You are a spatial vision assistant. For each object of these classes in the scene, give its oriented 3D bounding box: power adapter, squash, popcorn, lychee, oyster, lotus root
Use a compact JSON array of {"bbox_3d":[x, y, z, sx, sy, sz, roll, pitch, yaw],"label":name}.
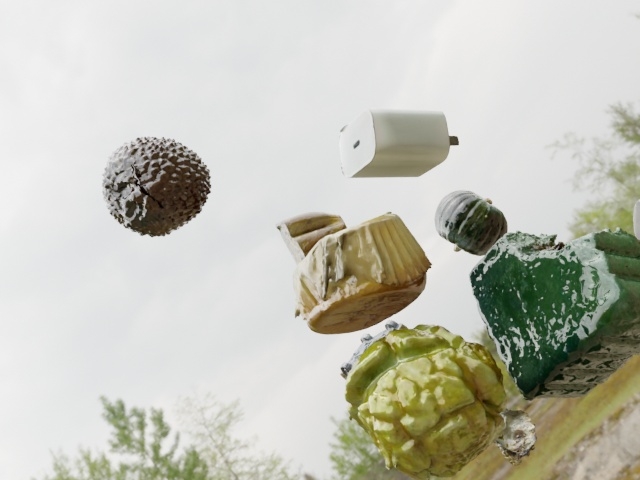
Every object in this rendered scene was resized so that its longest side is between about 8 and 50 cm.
[{"bbox_3d":[0.192,-0.217,1.407,0.255,0.124,0.187,-2,-10,-22],"label":"power adapter"},{"bbox_3d":[0.433,-0.049,1.776,0.172,0.218,0.218,-50,-20,-2],"label":"squash"},{"bbox_3d":[0.185,0.292,1.100,0.247,0.282,0.282,-32,-24,-29],"label":"popcorn"},{"bbox_3d":[-0.280,-0.096,1.069,0.188,0.188,0.188,-38,-21,-18],"label":"lychee"},{"bbox_3d":[0.377,0.391,1.225,0.148,0.103,0.051,-48,-35,-66],"label":"oyster"},{"bbox_3d":[0.000,-0.001,1.690,0.180,0.188,0.199,-26,4,-9],"label":"lotus root"}]

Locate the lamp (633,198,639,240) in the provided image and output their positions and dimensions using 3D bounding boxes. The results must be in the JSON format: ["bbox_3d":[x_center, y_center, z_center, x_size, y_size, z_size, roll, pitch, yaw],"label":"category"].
[{"bbox_3d":[0.925,-0.057,1.600,0.161,0.185,0.161,-1,-90,-78],"label":"lamp"}]

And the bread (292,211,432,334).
[{"bbox_3d":[0.078,0.083,1.254,0.236,0.183,0.388,-20,-11,-17],"label":"bread"}]

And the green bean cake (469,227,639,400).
[{"bbox_3d":[0.442,0.096,1.110,0.169,0.300,0.308,6,-42,-21],"label":"green bean cake"}]

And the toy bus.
[{"bbox_3d":[0.178,0.342,1.728,0.139,0.157,0.289,-50,2,-32],"label":"toy bus"}]
